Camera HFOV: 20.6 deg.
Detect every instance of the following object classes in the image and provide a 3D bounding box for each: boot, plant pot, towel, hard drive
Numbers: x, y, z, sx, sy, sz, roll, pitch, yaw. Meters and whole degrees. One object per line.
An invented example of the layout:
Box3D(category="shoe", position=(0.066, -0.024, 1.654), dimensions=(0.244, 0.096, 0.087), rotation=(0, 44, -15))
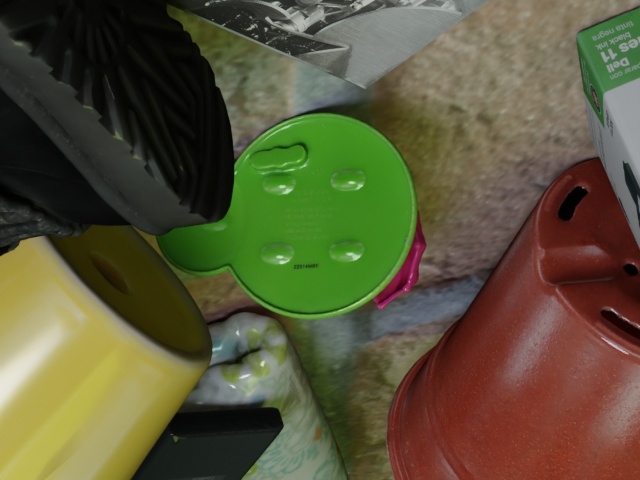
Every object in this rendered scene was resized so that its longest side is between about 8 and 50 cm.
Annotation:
Box3D(category="boot", position=(-0.220, -0.086, 0.806), dimensions=(0.260, 0.131, 0.348), rotation=(-10, 140, 19))
Box3D(category="plant pot", position=(0.214, 0.096, 1.319), dimensions=(0.272, 0.272, 0.265), rotation=(-7, 143, -23))
Box3D(category="towel", position=(-0.174, 0.202, 1.424), dimensions=(0.374, 0.090, 0.320), rotation=(-20, 154, 0))
Box3D(category="plant pot", position=(-0.201, 0.093, 1.051), dimensions=(0.239, 0.254, 0.254), rotation=(-43, 149, 10))
Box3D(category="hard drive", position=(-0.096, 0.168, 1.305), dimensions=(0.094, 0.022, 0.135), rotation=(0, 146, -32))

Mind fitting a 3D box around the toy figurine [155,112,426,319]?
Box3D(category="toy figurine", position=(0.000, 0.000, 1.157), dimensions=(0.173, 0.130, 0.159), rotation=(-4, 168, 18))

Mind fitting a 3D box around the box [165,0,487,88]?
Box3D(category="box", position=(0.046, -0.180, 0.885), dimensions=(0.231, 0.056, 0.183), rotation=(-34, 150, 27))

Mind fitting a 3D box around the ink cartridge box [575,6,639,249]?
Box3D(category="ink cartridge box", position=(0.244, -0.030, 1.130), dimensions=(0.087, 0.208, 0.153), rotation=(-21, 153, 3))
